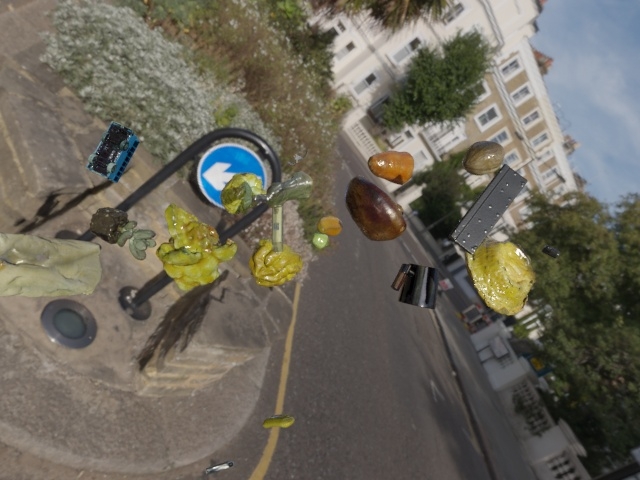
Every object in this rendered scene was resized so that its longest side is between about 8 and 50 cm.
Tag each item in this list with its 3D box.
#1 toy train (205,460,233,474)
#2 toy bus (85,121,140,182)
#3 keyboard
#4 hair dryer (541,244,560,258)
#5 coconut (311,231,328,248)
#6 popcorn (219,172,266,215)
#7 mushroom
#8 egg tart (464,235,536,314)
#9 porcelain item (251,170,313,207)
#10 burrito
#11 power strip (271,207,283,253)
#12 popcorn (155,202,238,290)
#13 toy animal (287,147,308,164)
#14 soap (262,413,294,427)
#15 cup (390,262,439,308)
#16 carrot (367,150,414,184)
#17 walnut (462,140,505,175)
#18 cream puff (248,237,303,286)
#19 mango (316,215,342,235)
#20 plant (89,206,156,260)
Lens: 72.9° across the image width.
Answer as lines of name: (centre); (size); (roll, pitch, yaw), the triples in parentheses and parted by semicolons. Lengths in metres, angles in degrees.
toy train: (-0.311, 0.700, 1.339); (0.017, 0.083, 0.017); (165, -84, -69)
toy bus: (-0.701, -0.297, 1.475); (0.090, 0.184, 0.106); (26, -7, 2)
keyboard: (0.524, -0.102, 1.358); (0.101, 0.309, 0.018); (39, -9, 3)
hair dryer: (0.703, 0.029, 1.325); (0.047, 0.026, 0.083); (34, 7, 33)
coconut: (0.000, 0.000, 2.209); (0.096, 0.088, 0.088); (33, 21, -18)
popcorn: (-0.373, -0.221, 2.058); (0.183, 0.204, 0.221); (47, 54, -7)
mushroom: (0.148, -0.089, 1.292); (0.194, 0.138, 0.231); (31, 10, -38)
egg tart: (0.707, 0.115, 1.681); (0.345, 0.132, 0.345); (15, 57, -25)
porcelain item: (-0.118, -0.136, 1.267); (0.069, 0.081, 0.216); (39, 42, 24)
burrito: (-0.820, 0.073, 1.316); (0.332, 0.135, 0.190); (8, 72, -48)
power strip: (-0.149, -0.085, 1.526); (0.092, 0.034, 0.268); (88, 0, -62)
popcorn: (-0.530, 0.047, 1.750); (0.321, 0.290, 0.325); (31, 13, -15)
toy animal: (-0.075, -0.262, 1.371); (0.028, 0.084, 0.050); (56, 27, -11)
soap: (-0.179, 0.767, 1.843); (0.089, 0.140, 0.045); (13, 66, -64)
cup: (0.423, 0.195, 1.885); (0.239, 0.166, 0.177); (18, 84, -60)
carrot: (0.299, -0.335, 1.966); (0.225, 0.159, 0.159); (-1, 51, -36)
walnut: (0.637, -0.322, 1.695); (0.140, 0.162, 0.140); (174, -90, -90)
cream puff: (-0.271, 0.151, 2.451); (0.291, 0.257, 0.324); (33, -24, -9)
mango: (0.037, -0.068, 2.072); (0.184, 0.085, 0.102); (-11, 64, -53)
plant: (-0.832, -0.036, 1.842); (0.275, 0.146, 0.149); (29, 25, 7)
